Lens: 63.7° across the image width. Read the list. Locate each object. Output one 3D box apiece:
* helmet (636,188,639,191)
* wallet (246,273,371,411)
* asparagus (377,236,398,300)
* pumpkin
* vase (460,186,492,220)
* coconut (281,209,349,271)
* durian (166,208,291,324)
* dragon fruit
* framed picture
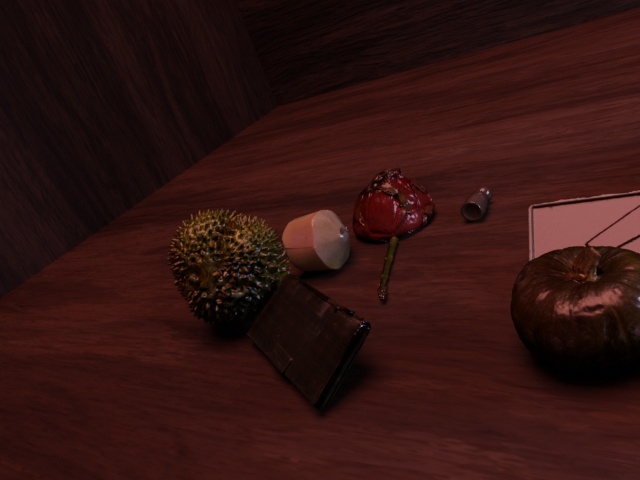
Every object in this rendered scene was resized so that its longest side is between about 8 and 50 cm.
[{"bbox_3d":[0.605,-0.054,0.910,0.098,0.070,0.123,-33,30,-4],"label":"helmet"},{"bbox_3d":[-0.032,0.173,0.966,0.169,0.044,0.317,-59,30,-4],"label":"wallet"},{"bbox_3d":[0.148,0.059,1.143,0.024,0.025,0.249,1,30,15],"label":"asparagus"},{"bbox_3d":[0.381,0.084,0.732,0.218,0.163,0.219,-15,25,7],"label":"pumpkin"},{"bbox_3d":[0.373,-0.089,1.220,0.053,0.053,0.100,-3,26,37],"label":"vase"},{"bbox_3d":[0.000,0.000,1.249,0.152,0.147,0.147,-12,26,35],"label":"coconut"},{"bbox_3d":[-0.202,0.069,1.162,0.290,0.291,0.225,-24,35,-2],"label":"durian"},{"bbox_3d":[0.168,-0.110,1.320,0.218,0.148,0.224,-21,24,6],"label":"dragon fruit"},{"bbox_3d":[0.485,0.006,0.857,0.265,0.018,0.192,-6,61,32],"label":"framed picture"}]
